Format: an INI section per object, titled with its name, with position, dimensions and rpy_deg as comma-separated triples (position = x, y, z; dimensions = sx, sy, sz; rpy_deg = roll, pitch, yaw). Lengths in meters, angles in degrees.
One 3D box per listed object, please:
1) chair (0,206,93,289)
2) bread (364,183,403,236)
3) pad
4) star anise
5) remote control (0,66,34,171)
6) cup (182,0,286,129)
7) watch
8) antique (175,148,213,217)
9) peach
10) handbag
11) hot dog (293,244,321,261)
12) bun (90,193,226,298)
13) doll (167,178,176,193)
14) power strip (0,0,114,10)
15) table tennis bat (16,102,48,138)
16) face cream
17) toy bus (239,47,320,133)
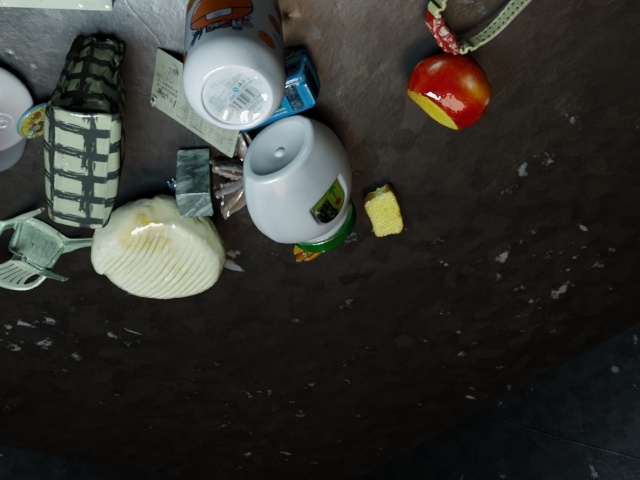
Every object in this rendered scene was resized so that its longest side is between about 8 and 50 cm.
[chair]
position = -0.824, 0.039, 1.728
dimensions = 0.275, 0.190, 0.203
rpy_deg = -5, 146, 42
[bread]
position = 0.190, -0.091, 1.822
dimensions = 0.103, 0.065, 0.187
rpy_deg = -17, 138, 12
[pad]
position = -0.295, -0.319, 1.420
dimensions = 0.265, 0.009, 0.159
rpy_deg = 34, 133, 12
[star anise]
position = -0.218, -0.193, 1.600
dimensions = 0.198, 0.110, 0.257
rpy_deg = -47, 154, -19
[remote control]
position = -0.811, -0.282, 1.434
dimensions = 0.221, 0.103, 0.332
rpy_deg = 12, 136, -30
[cup]
position = -0.177, -0.384, 1.261
dimensions = 0.212, 0.317, 0.212
rpy_deg = -5, 138, -4
[watch]
position = 0.362, -0.539, 1.353
dimensions = 0.165, 0.102, 0.268
rpy_deg = 31, 117, -33
[antique]
position = -0.327, -0.157, 1.583
dimensions = 0.086, 0.183, 0.088
rpy_deg = -4, 141, -6
[peach]
position = 0.305, -0.355, 1.463
dimensions = 0.192, 0.190, 0.190
rpy_deg = -18, 138, -7
[handbag]
position = -0.511, -0.250, 1.350
dimensions = 0.162, 0.327, 0.325
rpy_deg = 9, 134, -16
[hot dog]
position = 0.000, 0.000, 1.893
dimensions = 0.092, 0.062, 0.236
rpy_deg = 23, 130, -34
[bun]
position = -0.448, 0.008, 1.717
dimensions = 0.365, 0.219, 0.365
rpy_deg = -5, 139, -5
[doll]
position = -0.388, -0.130, 1.721
dimensions = 0.037, 0.027, 0.125
rpy_deg = -24, 132, 16
[power strip]
position = -0.595, -0.532, 1.240
dimensions = 0.367, 0.043, 0.106
rpy_deg = 0, 137, -8
[table tennis bat]
position = -0.658, -0.301, 1.452
dimensions = 0.155, 0.019, 0.100
rpy_deg = -41, 168, -3
[face cream]
position = -0.050, -0.138, 1.584
dimensions = 0.312, 0.219, 0.357
rpy_deg = -53, 149, -12
[toy bus]
position = -0.126, -0.350, 1.440
dimensions = 0.246, 0.134, 0.113
rpy_deg = -17, 137, 12
